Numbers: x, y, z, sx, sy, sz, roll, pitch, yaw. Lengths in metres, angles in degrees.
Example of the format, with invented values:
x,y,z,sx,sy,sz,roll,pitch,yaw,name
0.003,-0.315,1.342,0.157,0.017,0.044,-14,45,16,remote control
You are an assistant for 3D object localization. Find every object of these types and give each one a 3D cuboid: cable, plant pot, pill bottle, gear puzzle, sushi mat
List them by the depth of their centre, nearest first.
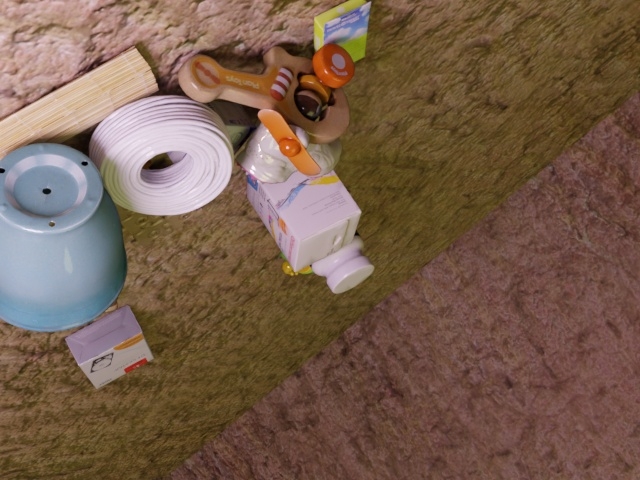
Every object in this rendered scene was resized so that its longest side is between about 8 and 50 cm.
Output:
x,y,z,sx,sy,sz,roll,pitch,yaw,name
-0.424,-0.215,1.539,0.316,0.019,0.151,-31,161,-7,sushi mat
-0.467,-0.021,1.574,0.271,0.272,0.255,-24,155,-25,plant pot
-0.286,-0.148,1.670,0.257,0.089,0.257,-15,145,-9,cable
-0.364,-0.092,1.904,0.175,0.044,0.339,-31,158,-3,gear puzzle
0.017,-0.004,2.359,0.153,0.265,0.153,-29,160,-12,pill bottle

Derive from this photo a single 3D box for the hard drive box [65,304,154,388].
x,y,z,sx,sy,sz,roll,pitch,yaw,name
-0.551,0.284,2.425,0.181,0.089,0.232,-28,160,-12,hard drive box

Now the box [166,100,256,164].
x,y,z,sx,sy,sz,roll,pitch,yaw,name
-0.219,-0.207,1.801,0.137,0.072,0.126,-6,146,-52,box

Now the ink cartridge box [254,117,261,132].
x,y,z,sx,sy,sz,roll,pitch,yaw,name
-0.073,-0.255,1.943,0.122,0.052,0.088,-22,157,-32,ink cartridge box

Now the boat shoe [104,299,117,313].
x,y,z,sx,sy,sz,roll,pitch,yaw,name
-0.552,0.144,2.148,0.178,0.064,0.060,-14,122,-46,boat shoe

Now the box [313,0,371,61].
x,y,z,sx,sy,sz,roll,pitch,yaw,name
0.040,-0.400,1.787,0.109,0.042,0.178,-29,160,-13,box

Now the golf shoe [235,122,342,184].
x,y,z,sx,sy,sz,roll,pitch,yaw,name
-0.039,-0.202,1.884,0.306,0.115,0.140,-20,142,-54,golf shoe

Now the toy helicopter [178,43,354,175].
x,y,z,sx,sy,sz,roll,pitch,yaw,name
-0.095,-0.253,1.683,0.355,0.235,0.140,7,159,-34,toy helicopter

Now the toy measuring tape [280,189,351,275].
x,y,z,sx,sy,sz,roll,pitch,yaw,name
0.000,0.000,2.571,0.121,0.121,0.330,-8,148,-51,toy measuring tape

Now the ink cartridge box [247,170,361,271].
x,y,z,sx,sy,sz,roll,pitch,yaw,name
-0.042,-0.084,2.124,0.168,0.233,0.171,-27,159,-17,ink cartridge box
